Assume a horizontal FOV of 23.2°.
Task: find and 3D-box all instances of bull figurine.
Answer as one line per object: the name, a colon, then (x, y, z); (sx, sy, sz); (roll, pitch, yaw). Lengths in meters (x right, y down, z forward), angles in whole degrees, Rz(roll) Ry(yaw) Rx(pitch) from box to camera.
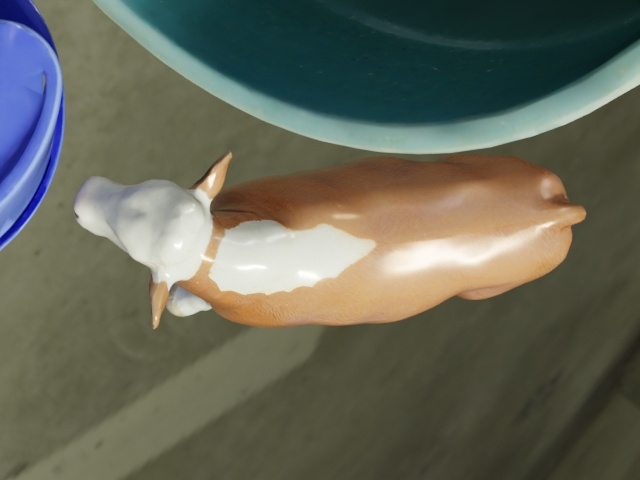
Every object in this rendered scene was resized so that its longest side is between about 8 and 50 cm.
bull figurine: (0.000, 0.000, 0.937); (0.310, 0.101, 0.188); (-1, 180, -19)

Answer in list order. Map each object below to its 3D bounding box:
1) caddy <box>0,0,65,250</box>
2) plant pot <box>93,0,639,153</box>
caddy: (-0.303, -0.055, 0.893); (0.341, 0.241, 0.179); (-40, -174, -15)
plant pot: (0.068, -0.193, 0.395); (0.255, 0.272, 0.271); (-32, 153, -41)
